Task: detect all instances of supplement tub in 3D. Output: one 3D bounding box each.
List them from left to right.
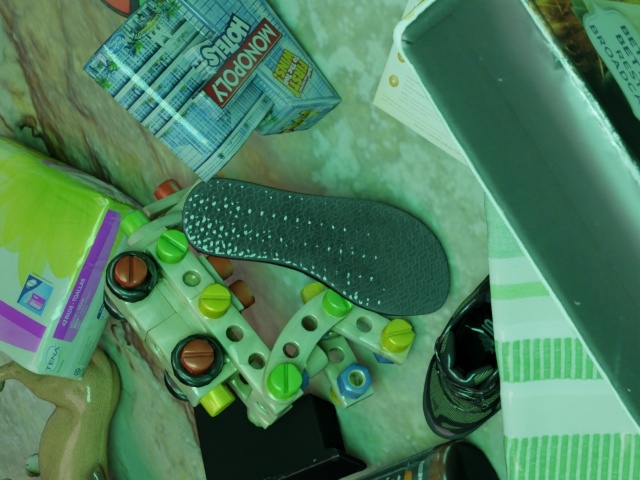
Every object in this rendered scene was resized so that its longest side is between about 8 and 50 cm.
[{"bbox_3d":[0.076,0.274,0.995,0.198,0.106,0.106,-31,86,32],"label":"supplement tub"}]

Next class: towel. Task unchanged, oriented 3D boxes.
[{"bbox_3d":[0.258,0.114,0.766,0.248,0.038,0.324,-3,108,14],"label":"towel"}]

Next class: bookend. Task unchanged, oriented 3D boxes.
[{"bbox_3d":[-0.051,0.197,1.107,0.156,0.072,0.157,-26,59,17],"label":"bookend"}]

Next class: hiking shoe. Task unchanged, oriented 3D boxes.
[{"bbox_3d":[0.129,0.100,0.889,0.086,0.114,0.226,40,130,24],"label":"hiking shoe"}]

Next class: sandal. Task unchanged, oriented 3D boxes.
[{"bbox_3d":[0.000,-0.001,0.937,0.255,0.054,0.097,19,84,-4],"label":"sandal"}]

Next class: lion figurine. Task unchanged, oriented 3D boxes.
[{"bbox_3d":[-0.327,0.268,1.359,0.240,0.142,0.392,10,111,31],"label":"lion figurine"}]

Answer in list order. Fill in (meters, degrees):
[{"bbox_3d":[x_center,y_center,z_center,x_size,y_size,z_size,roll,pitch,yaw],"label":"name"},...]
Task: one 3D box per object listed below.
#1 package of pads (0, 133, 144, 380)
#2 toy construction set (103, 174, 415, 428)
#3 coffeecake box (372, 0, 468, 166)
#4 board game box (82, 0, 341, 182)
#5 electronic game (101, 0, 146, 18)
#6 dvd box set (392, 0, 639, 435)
[{"bbox_3d":[-0.363,0.005,1.237,0.297,0.101,0.229,23,90,33],"label":"package of pads"},{"bbox_3d":[-0.086,0.052,1.005,0.328,0.215,0.151,43,151,24],"label":"toy construction set"},{"bbox_3d":[0.139,-0.158,0.800,0.142,0.068,0.185,37,129,24],"label":"coffeecake box"},{"bbox_3d":[-0.083,-0.153,0.928,0.194,0.194,0.060,42,136,-13],"label":"board game box"},{"bbox_3d":[-0.192,-0.338,1.031,0.229,0.048,0.229,18,120,35],"label":"electronic game"},{"bbox_3d":[0.246,-0.024,0.516,0.062,0.420,0.307,-35,83,41],"label":"dvd box set"}]
